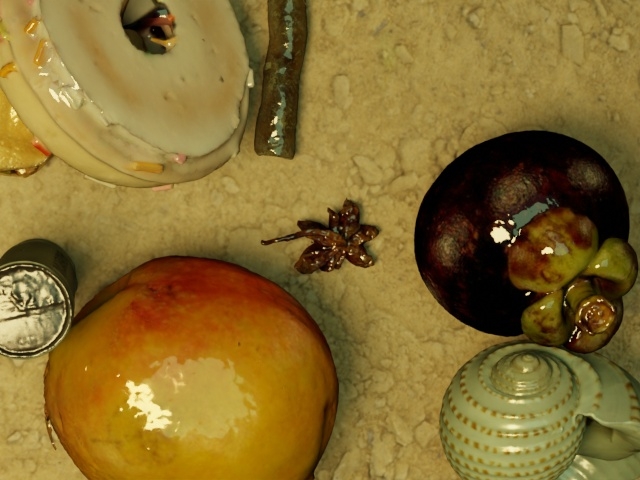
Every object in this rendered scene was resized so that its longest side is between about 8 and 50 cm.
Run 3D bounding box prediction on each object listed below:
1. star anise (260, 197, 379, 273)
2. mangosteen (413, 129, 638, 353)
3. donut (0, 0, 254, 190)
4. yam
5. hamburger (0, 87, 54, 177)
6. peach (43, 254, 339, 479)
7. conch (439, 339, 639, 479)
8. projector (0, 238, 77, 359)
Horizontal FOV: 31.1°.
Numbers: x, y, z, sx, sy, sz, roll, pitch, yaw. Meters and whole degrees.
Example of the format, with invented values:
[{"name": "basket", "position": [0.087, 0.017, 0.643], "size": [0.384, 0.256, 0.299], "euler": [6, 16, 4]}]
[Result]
[{"name": "star anise", "position": [0.000, 0.000, 1.574], "size": [0.190, 0.070, 0.097], "euler": [-6, 104, -26]}, {"name": "mangosteen", "position": [0.285, 0.007, 1.536], "size": [0.313, 0.297, 0.297], "euler": [44, 81, 7]}, {"name": "donut", "position": [-0.245, -0.233, 1.393], "size": [0.382, 0.142, 0.383], "euler": [29, 48, -39]}, {"name": "yam", "position": [-0.051, -0.238, 1.566], "size": [0.061, 0.061, 0.253], "euler": [5, 90, -15]}, {"name": "hamburger", "position": [-0.397, -0.183, 1.451], "size": [0.213, 0.108, 0.214], "euler": [-1, 93, -14]}, {"name": "peach", "position": [-0.152, 0.200, 1.432], "size": [0.372, 0.290, 0.373], "euler": [-2, 96, -17]}, {"name": "conch", "position": [0.314, 0.251, 1.591], "size": [0.303, 0.319, 0.215], "euler": [-8, 62, 2]}, {"name": "projector", "position": [-0.341, 0.061, 1.356], "size": [0.108, 0.337, 0.108], "euler": [-1, 94, -12]}]
